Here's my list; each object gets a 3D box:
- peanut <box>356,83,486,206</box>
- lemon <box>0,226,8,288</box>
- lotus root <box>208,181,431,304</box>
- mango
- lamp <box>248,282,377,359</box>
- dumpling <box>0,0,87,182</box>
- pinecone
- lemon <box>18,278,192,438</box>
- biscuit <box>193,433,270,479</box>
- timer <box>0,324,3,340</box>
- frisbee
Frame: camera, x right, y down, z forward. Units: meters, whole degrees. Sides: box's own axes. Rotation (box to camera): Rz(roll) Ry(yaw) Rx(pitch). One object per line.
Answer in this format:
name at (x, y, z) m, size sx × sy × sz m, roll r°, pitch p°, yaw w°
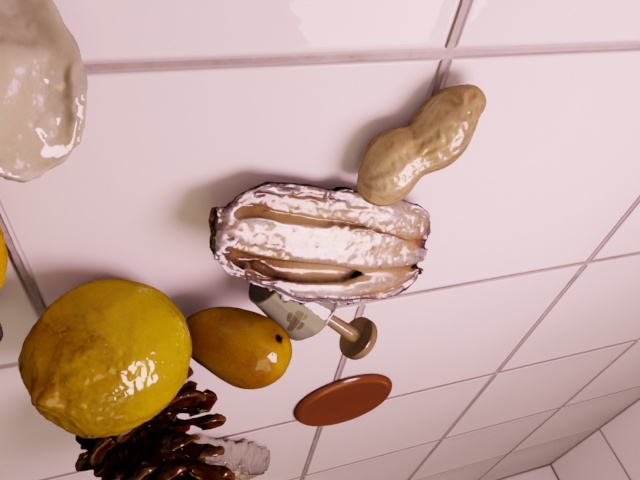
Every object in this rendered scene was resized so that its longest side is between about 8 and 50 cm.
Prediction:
peanut at (0.118, -0.113, 0.645) m, size 0.187 × 0.082 × 0.082 m, roll -35°, pitch 141°, yaw 18°
lemon at (-0.381, 0.006, 0.507) m, size 0.142 × 0.142 × 0.187 m, roll -13°, pitch 144°, yaw -10°
lotus root at (-0.001, 0.000, 0.728) m, size 0.330 × 0.078 × 0.167 m, roll 10°, pitch 101°, yaw -32°
mango at (-0.136, 0.154, 0.791) m, size 0.228 × 0.099 × 0.136 m, roll -3°, pitch 138°, yaw 48°
lamp at (-0.003, 0.105, 0.819) m, size 0.121 × 0.121 × 0.215 m, roll -39°, pitch 124°, yaw 23°
dumpling at (-0.288, -0.141, 0.373) m, size 0.258 × 0.147 × 0.193 m, roll 27°, pitch 83°, yaw -32°
pinecone at (-0.259, 0.336, 0.875) m, size 0.244 × 0.309 × 0.244 m, roll -35°, pitch 155°, yaw -19°
lemon at (-0.265, 0.145, 0.687) m, size 0.192 × 0.192 × 0.231 m, roll -42°, pitch 172°, yaw 27°
biscuit at (-0.254, 0.548, 1.297) m, size 0.179 × 0.084 × 0.281 m, roll -35°, pitch 142°, yaw 18°
timer at (-0.477, 0.123, 0.584) m, size 0.209 × 0.191 × 0.069 m, roll -10°, pitch 98°, yaw 1°
frisbee at (0.057, 0.391, 1.301) m, size 0.251 × 0.021 × 0.250 m, roll -12°, pitch 142°, yaw -10°
